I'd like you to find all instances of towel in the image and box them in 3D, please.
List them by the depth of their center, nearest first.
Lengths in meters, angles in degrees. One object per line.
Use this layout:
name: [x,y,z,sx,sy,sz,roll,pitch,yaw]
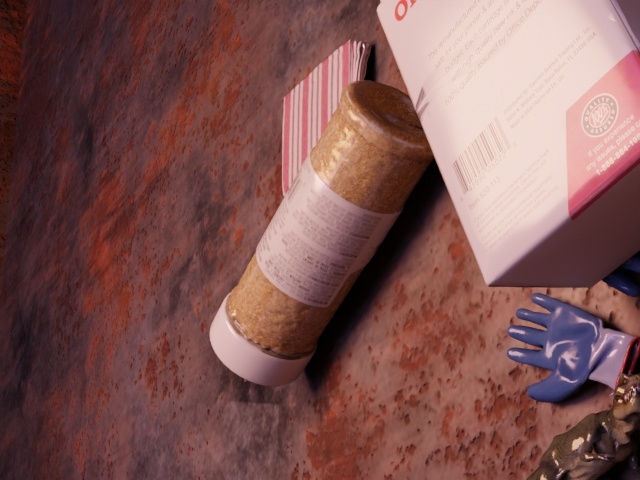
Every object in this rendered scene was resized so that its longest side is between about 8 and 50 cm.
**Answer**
towel: [0.004,-0.145,1.366,0.197,0.029,0.144,-30,53,57]

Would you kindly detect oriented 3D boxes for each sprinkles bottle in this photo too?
sprinkles bottle: [0.000,0.000,1.209,0.355,0.121,0.121,-59,33,31]

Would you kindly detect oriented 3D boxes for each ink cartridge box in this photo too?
ink cartridge box: [0.177,-0.134,0.844,0.207,0.117,0.283,-48,50,44]

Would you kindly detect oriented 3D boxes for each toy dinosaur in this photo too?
toy dinosaur: [0.190,0.199,0.852,0.268,0.064,0.118,129,146,-48]

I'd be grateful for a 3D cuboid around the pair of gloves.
pair of gloves: [0.217,0.042,0.899,0.159,0.023,0.198,19,95,64]
